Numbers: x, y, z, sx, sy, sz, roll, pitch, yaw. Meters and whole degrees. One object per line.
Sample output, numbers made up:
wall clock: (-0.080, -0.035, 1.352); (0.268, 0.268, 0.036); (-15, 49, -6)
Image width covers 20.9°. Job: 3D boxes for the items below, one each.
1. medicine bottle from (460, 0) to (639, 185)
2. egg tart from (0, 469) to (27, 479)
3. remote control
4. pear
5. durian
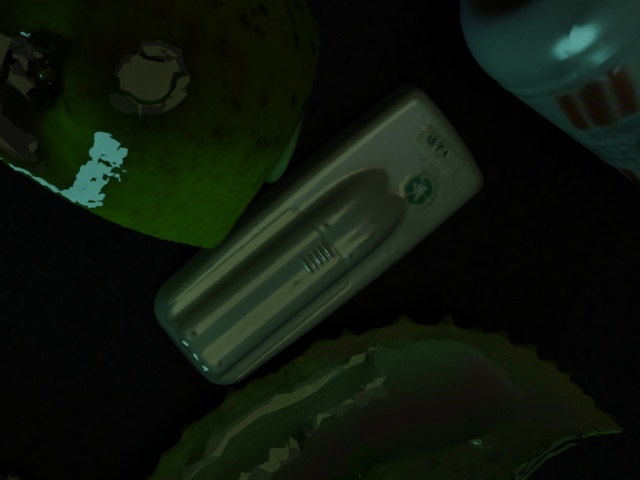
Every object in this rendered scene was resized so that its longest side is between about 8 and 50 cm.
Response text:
medicine bottle: (0.276, -0.133, 1.069); (0.325, 0.256, 0.256); (34, 90, -21)
egg tart: (-0.242, 0.284, 1.080); (0.290, 0.107, 0.291); (-4, 103, -17)
remote control: (0.000, 0.000, 1.126); (0.230, 0.049, 0.090); (-40, 109, -7)
pear: (-0.123, -0.127, 0.953); (0.286, 0.282, 0.176); (28, 100, -18)
durian: (0.005, 0.165, 1.093); (0.352, 0.169, 0.158); (-34, 106, -8)
